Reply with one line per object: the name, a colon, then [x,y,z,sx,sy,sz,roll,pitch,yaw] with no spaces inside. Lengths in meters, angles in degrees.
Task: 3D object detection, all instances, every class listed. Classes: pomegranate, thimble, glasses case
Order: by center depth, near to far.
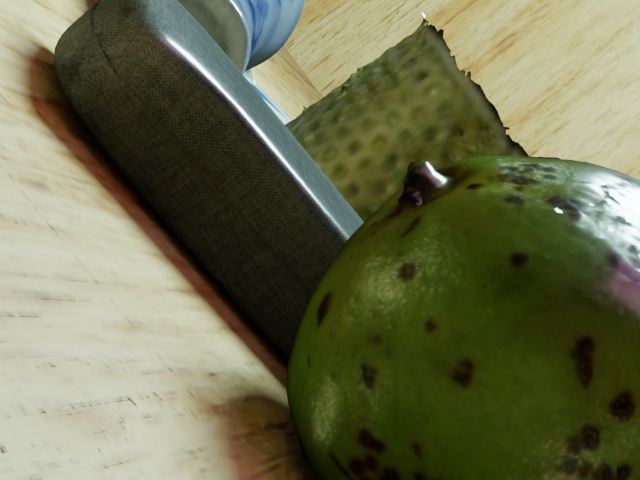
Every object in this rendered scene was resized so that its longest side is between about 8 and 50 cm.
pomegranate: [0.096,0.080,0.658,0.211,0.211,0.263,-101,169,-76]
glasses case: [-0.020,-0.001,0.786,0.323,0.074,0.131,50,8,-23]
thimble: [0.102,-0.020,1.090,0.270,0.150,0.271,53,8,-11]

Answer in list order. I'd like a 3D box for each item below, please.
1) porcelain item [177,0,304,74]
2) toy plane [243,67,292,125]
porcelain item: [-0.083,-0.176,1.039,0.141,0.141,0.259,51,14,-15]
toy plane: [-0.025,-0.088,1.308,0.226,0.058,0.226,56,3,5]
